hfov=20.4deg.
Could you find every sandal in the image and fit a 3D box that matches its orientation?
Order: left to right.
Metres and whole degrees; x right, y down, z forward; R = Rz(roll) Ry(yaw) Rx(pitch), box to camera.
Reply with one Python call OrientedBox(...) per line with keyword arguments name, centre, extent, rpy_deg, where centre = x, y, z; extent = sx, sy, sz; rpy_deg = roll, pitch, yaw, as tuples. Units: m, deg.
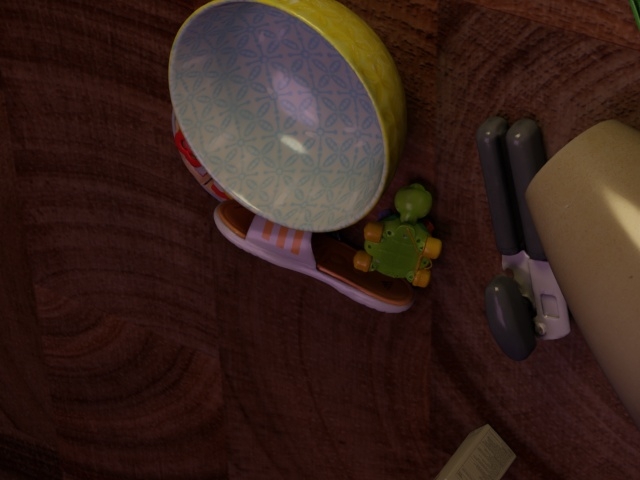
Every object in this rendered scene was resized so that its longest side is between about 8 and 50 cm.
OrientedBox(name="sandal", centre=(0.004, -0.005, 2.142), extent=(0.265, 0.102, 0.076), rpy_deg=(25, 122, 2))

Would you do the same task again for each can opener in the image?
OrientedBox(name="can opener", centre=(0.218, 0.004, 1.971), extent=(0.076, 0.095, 0.283), rpy_deg=(8, 126, 34))

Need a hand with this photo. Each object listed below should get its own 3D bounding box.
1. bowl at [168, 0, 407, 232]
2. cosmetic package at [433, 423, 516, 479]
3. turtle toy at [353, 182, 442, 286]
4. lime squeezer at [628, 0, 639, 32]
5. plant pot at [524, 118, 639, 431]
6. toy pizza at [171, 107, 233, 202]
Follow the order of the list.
OrientedBox(name="bowl", centre=(-0.009, -0.170, 1.971), extent=(0.289, 0.156, 0.289), rpy_deg=(22, 133, 25))
OrientedBox(name="cosmetic package", centre=(0.188, 0.288, 2.201), extent=(0.060, 0.115, 0.041), rpy_deg=(50, 138, -4))
OrientedBox(name="turtle toy", centre=(0.097, -0.008, 2.080), extent=(0.095, 0.066, 0.130), rpy_deg=(16, 132, -2))
OrientedBox(name="lime squeezer", centre=(0.310, -0.278, 1.692), extent=(0.110, 0.059, 0.310), rpy_deg=(33, 144, 43))
OrientedBox(name="plant pot", centre=(0.341, 0.019, 1.801), extent=(0.274, 0.256, 0.256), rpy_deg=(51, 141, 18))
OrientedBox(name="toy pizza", centre=(-0.106, -0.111, 2.188), extent=(0.201, 0.032, 0.201), rpy_deg=(21, 133, 25))
